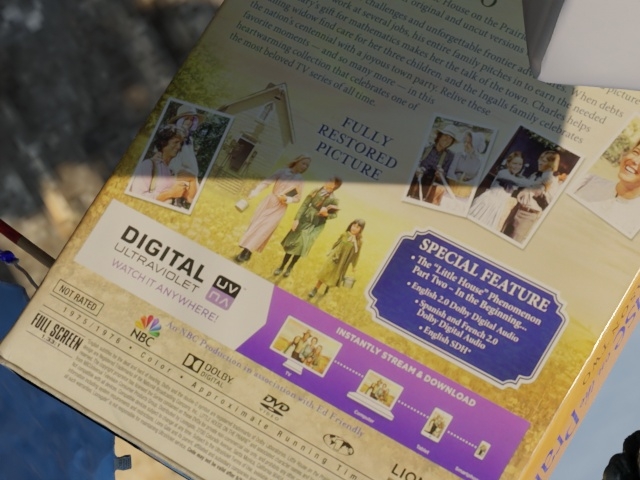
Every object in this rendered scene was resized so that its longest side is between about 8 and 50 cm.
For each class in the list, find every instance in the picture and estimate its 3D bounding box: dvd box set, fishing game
[{"bbox_3d":[0.049,-0.036,0.972,0.420,0.308,0.062,-59,157,-10],"label":"dvd box set"},{"bbox_3d":[-0.200,0.111,1.175,0.041,0.189,0.264,-26,142,-48],"label":"fishing game"}]

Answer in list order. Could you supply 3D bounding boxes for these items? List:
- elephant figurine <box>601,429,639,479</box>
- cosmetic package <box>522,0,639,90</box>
[{"bbox_3d":[0.383,0.220,1.723,0.169,0.186,0.239,-44,167,-24],"label":"elephant figurine"},{"bbox_3d":[0.200,-0.275,0.749,0.230,0.453,0.161,6,142,-7],"label":"cosmetic package"}]
